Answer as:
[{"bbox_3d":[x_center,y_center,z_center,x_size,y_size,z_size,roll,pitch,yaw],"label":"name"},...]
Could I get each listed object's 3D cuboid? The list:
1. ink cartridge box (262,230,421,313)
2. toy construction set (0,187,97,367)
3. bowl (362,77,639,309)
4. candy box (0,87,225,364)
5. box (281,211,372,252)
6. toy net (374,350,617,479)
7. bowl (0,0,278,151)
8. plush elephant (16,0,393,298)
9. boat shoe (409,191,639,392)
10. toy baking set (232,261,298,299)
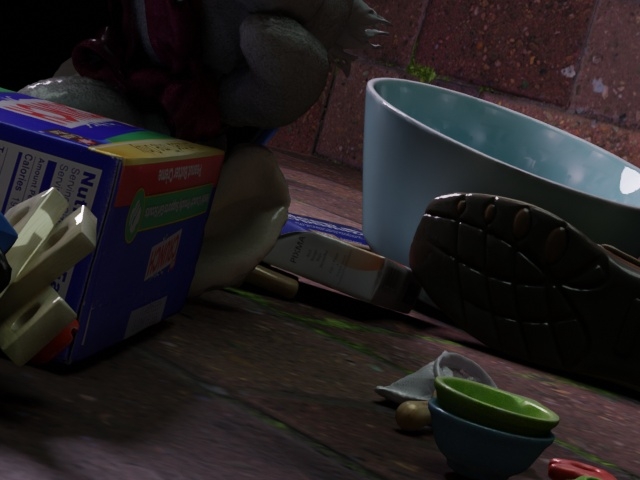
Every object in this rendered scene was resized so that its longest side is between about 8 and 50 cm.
[{"bbox_3d":[-0.012,0.009,1.470,0.179,0.045,0.145,24,0,17],"label":"ink cartridge box"},{"bbox_3d":[-0.226,-0.026,0.693,0.327,0.151,0.215,36,-19,-26],"label":"toy construction set"},{"bbox_3d":[0.162,-0.022,1.627,0.311,0.163,0.311,20,16,-6],"label":"bowl"},{"bbox_3d":[-0.240,-0.039,1.009,0.317,0.122,0.268,17,5,6],"label":"candy box"},{"bbox_3d":[0.000,0.000,1.791,0.136,0.036,0.225,13,4,-26],"label":"box"},{"bbox_3d":[0.100,0.097,0.978,0.122,0.045,0.232,14,5,-9],"label":"toy net"},{"bbox_3d":[-0.195,-0.180,1.444,0.391,0.391,0.077,14,49,-11],"label":"bowl"},{"bbox_3d":[-0.114,-0.122,1.231,0.272,0.255,0.330,41,7,36],"label":"plush elephant"},{"bbox_3d":[0.228,0.062,1.436,0.324,0.123,0.120,26,2,17],"label":"boat shoe"},{"bbox_3d":[-0.130,0.001,1.446,0.256,0.030,0.197,23,1,12],"label":"toy baking set"}]
